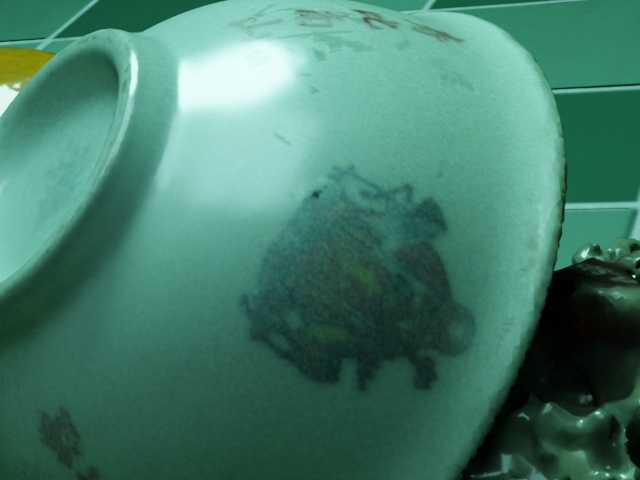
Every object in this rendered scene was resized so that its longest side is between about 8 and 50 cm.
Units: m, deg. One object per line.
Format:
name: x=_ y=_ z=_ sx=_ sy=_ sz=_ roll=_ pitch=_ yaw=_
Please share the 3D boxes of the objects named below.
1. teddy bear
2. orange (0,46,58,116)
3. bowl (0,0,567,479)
teddy bear: x=0.146 y=0.069 z=0.898 sx=0.367 sy=0.225 sz=0.357 roll=-1 pitch=15 yaw=26
orange: x=-0.239 y=-0.021 z=1.172 sx=0.261 sy=0.261 sz=0.261 roll=-10 pitch=27 yaw=5
bowl: x=-0.089 y=0.006 z=0.878 sx=0.435 sy=0.196 sz=0.435 roll=-35 pitch=38 yaw=33
